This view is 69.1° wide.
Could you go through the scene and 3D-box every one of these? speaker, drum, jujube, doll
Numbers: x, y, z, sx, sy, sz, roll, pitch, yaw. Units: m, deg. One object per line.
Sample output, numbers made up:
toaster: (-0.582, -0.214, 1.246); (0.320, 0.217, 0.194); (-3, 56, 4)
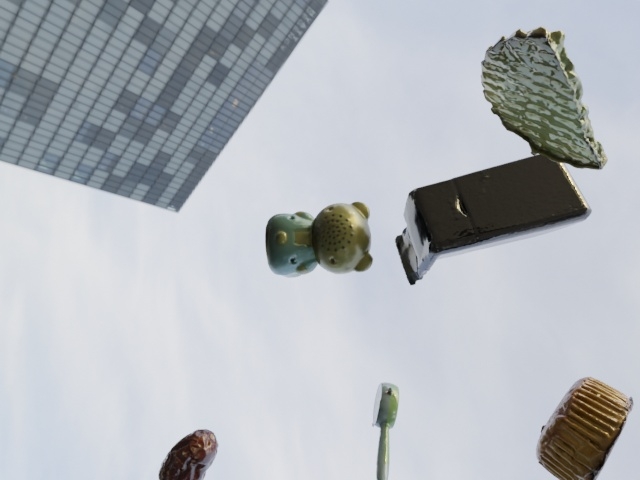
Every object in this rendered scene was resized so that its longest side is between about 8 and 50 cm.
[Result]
speaker: (0.368, -0.043, 1.063); (0.389, 0.184, 0.179); (-15, -121, 5)
drum: (0.156, 0.484, 1.171); (0.049, 0.130, 0.253); (12, -124, 2)
jujube: (-0.213, 0.359, 0.753); (0.129, 0.077, 0.077); (-55, -128, 22)
doll: (0.000, 0.000, 1.155); (0.261, 0.161, 0.176); (-5, -106, 17)

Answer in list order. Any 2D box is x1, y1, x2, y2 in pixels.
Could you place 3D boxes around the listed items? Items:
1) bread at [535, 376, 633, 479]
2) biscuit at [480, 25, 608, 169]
bread: (0.465, 0.337, 0.830); (0.104, 0.199, 0.199); (31, -82, 35)
biscuit: (0.341, -0.225, 0.744); (0.036, 0.273, 0.187); (-49, -144, -6)
